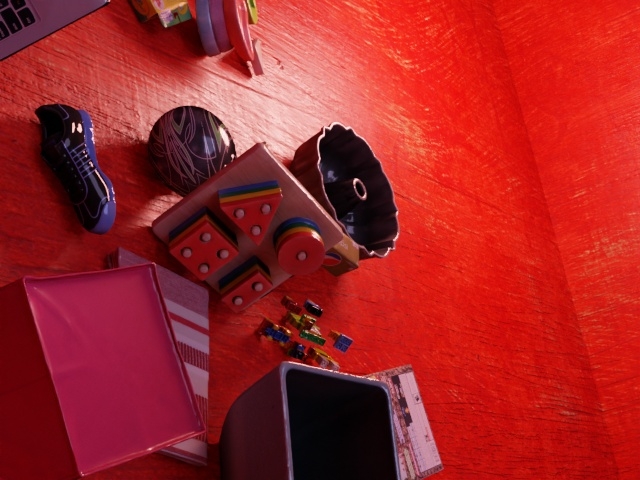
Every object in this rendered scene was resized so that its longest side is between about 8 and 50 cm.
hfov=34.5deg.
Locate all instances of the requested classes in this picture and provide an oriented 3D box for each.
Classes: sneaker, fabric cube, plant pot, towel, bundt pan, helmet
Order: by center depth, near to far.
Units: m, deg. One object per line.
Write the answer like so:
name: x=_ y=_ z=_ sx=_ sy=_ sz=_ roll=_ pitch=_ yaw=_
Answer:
fabric cube: x=-0.356 y=0.192 z=1.368 sx=0.254 sy=0.258 sz=0.259 roll=-5 pitch=74 yaw=-58
sneaker: x=-0.407 y=-0.117 z=1.680 sx=0.090 sy=0.081 sz=0.232 roll=6 pitch=59 yaw=-54
towel: x=-0.272 y=0.196 z=1.727 sx=0.237 sy=0.037 sz=0.329 roll=32 pitch=46 yaw=-46
plant pot: x=-0.040 y=0.376 z=1.742 sx=0.247 sy=0.252 sz=0.247 roll=17 pitch=56 yaw=-37
helmet: x=-0.238 y=-0.164 z=1.896 sx=0.169 sy=0.169 sz=0.161 roll=61 pitch=14 yaw=-11
bundt pan: x=0.042 y=-0.096 z=2.341 sx=0.331 sy=0.124 sz=0.330 roll=36 pitch=43 yaw=-42

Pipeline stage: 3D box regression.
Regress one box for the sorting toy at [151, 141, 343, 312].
sorting toy: x=-0.125 y=-0.001 z=1.859 sx=0.257 sy=0.255 sz=0.089 roll=47 pitch=15 yaw=-32

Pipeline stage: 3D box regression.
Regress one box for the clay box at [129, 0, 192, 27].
clay box: x=-0.351 y=-0.529 z=2.064 sx=0.222 sy=0.053 sz=0.127 roll=64 pitch=30 yaw=-10

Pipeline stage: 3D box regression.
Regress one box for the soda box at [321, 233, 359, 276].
soda box: x=0.000 y=0.000 z=2.020 sx=0.181 sy=0.061 sz=0.058 roll=38 pitch=40 yaw=-39

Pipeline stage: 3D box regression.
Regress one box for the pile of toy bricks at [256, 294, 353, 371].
pile of toy bricks: x=-0.037 y=0.174 z=2.079 sx=0.212 sy=0.118 sz=0.105 roll=30 pitch=7 yaw=-33

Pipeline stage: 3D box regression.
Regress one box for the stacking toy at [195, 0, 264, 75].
stacking toy: x=-0.225 y=-0.513 z=2.257 sx=0.279 sy=0.130 sz=0.309 roll=63 pitch=18 yaw=-70

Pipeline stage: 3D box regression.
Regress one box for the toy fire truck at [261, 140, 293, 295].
toy fire truck: x=-0.110 y=-0.046 z=2.058 sx=0.246 sy=0.158 sz=0.217 roll=52 pitch=32 yaw=-4

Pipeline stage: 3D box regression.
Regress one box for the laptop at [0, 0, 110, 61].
laptop: x=-0.576 y=-0.423 z=1.457 sx=0.382 sy=0.408 sz=0.236 roll=62 pitch=-3 yaw=-11

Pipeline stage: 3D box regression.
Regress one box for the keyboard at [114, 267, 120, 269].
keyboard: x=-0.297 y=0.169 z=1.650 sx=0.072 sy=0.014 sz=0.256 roll=-18 pitch=88 yaw=-61

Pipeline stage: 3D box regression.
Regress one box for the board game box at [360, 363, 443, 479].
board game box: x=0.097 y=0.394 z=2.084 sx=0.291 sy=0.141 sz=0.232 roll=0 pitch=71 yaw=-58
